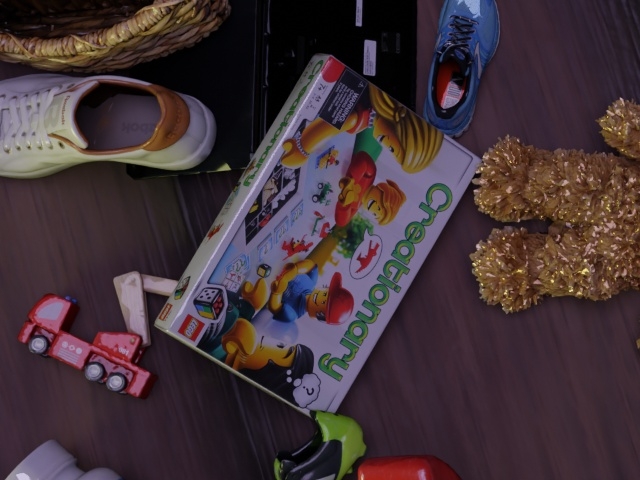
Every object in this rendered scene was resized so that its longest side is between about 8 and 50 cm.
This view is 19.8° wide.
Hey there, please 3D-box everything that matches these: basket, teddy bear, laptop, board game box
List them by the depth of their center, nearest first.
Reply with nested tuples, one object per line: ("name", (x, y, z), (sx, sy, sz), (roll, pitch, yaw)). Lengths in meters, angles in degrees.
("basket", (-0.255, -0.284, 1.751), (0.299, 0.223, 0.214), (-2, 79, 16))
("teddy bear", (0.308, -0.014, 1.758), (0.338, 0.113, 0.245), (17, 85, 6))
("board game box", (0.000, 0.000, 1.765), (0.193, 0.053, 0.305), (32, 85, -21))
("laptop", (-0.048, -0.173, 1.855), (0.264, 0.136, 0.234), (4, 82, -21))

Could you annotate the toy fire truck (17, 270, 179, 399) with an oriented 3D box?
("toy fire truck", (-0.187, 0.082, 1.809), (0.192, 0.047, 0.135), (25, 84, 8))

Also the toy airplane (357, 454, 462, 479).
("toy airplane", (0.137, 0.387, 1.660), (0.386, 0.272, 0.384), (31, 123, -1))

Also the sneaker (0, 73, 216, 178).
("sneaker", (-0.255, -0.124, 1.788), (0.290, 0.123, 0.106), (-1, 79, 19))

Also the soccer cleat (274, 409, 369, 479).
("soccer cleat", (-0.022, 0.243, 1.753), (0.072, 0.060, 0.179), (26, 95, -20))

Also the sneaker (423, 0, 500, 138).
("sneaker", (0.141, -0.184, 1.812), (0.063, 0.073, 0.162), (9, 82, 6))

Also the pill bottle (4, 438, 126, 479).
("pill bottle", (-0.203, 0.294, 1.740), (0.221, 0.124, 0.124), (42, 86, 9))
